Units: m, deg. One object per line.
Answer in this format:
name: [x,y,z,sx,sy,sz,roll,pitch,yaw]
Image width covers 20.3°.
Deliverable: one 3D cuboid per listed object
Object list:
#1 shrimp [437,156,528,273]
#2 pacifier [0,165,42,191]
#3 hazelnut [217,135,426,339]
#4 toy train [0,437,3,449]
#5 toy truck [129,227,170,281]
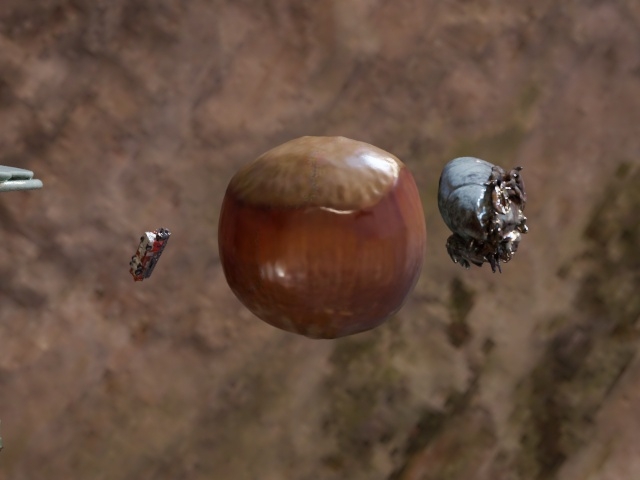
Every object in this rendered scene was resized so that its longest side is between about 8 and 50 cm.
shrimp: [0.133,-0.014,1.444,0.090,0.079,0.233,-60,9,19]
pacifier: [-0.299,-0.083,1.540,0.150,0.127,0.116,-1,-79,-76]
hazelnut: [0.000,0.000,1.754,0.176,0.214,0.214,-28,-30,-60]
toy train: [-0.457,0.186,2.168,0.330,0.139,0.178,139,134,-83]
toy truck: [-0.216,0.017,2.244,0.032,0.024,0.083,-1,-46,-32]
